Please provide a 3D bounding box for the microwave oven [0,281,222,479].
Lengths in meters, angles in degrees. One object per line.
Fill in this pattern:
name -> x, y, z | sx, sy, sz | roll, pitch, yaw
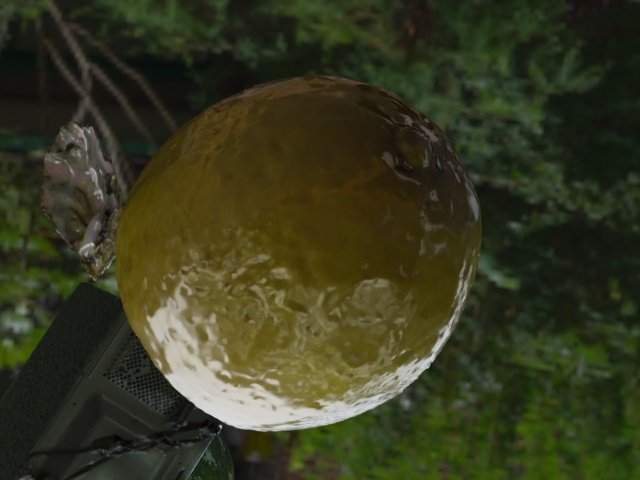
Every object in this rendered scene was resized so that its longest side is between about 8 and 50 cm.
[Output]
microwave oven -> -0.360, 0.318, 2.303 | 0.236, 0.432, 0.374 | 36, 170, -22

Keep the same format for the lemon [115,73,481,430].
lemon -> 0.000, 0.000, 1.467 | 0.364, 0.364, 0.364 | 8, -168, -2

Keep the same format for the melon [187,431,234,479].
melon -> -0.250, 0.394, 2.651 | 0.182, 0.288, 0.182 | -22, -162, 8

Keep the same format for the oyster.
oyster -> -0.312, -0.064, 2.027 | 0.072, 0.133, 0.209 | 19, -147, -56
